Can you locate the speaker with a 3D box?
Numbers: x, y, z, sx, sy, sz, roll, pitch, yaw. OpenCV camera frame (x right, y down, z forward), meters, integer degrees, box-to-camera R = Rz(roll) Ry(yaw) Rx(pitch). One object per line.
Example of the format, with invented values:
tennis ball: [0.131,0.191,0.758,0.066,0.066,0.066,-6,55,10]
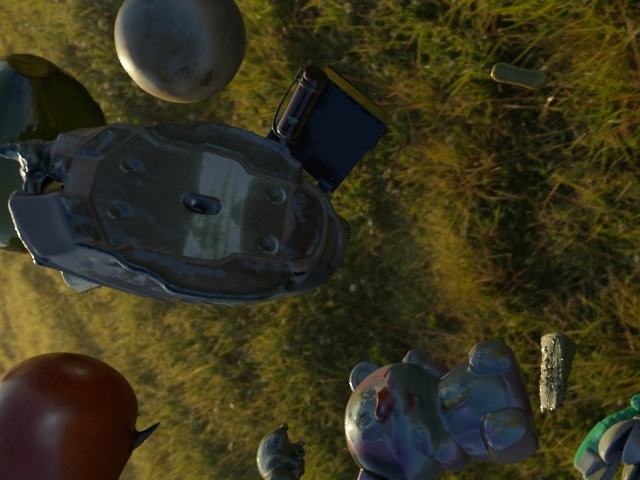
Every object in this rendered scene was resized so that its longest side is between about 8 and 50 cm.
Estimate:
speaker: [0.020,-0.275,1.880,0.232,0.184,0.254,39,108,-2]

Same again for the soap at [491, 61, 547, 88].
soap: [0.319,-0.264,1.180,0.089,0.012,0.034,13,128,3]

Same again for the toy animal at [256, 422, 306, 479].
toy animal: [-0.103,0.591,1.832,0.125,0.251,0.127,19,123,-8]

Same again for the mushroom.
mushroom: [-0.229,-0.337,1.195,0.215,0.207,0.207,-117,30,-54]

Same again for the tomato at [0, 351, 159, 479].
tomato: [-0.378,0.283,1.041,0.224,0.256,0.255,36,150,-29]

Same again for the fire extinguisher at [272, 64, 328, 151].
fire extinguisher: [-0.040,-0.225,1.262,0.064,0.043,0.158,28,127,-6]

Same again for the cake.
cake: [0.407,0.231,1.261,0.051,0.055,0.140,-24,47,50]

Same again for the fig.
fig: [-0.379,-0.118,0.953,0.239,0.239,0.271,52,144,18]

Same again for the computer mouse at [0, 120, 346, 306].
computer mouse: [-0.165,-0.021,0.761,0.115,0.388,0.200,115,165,-57]

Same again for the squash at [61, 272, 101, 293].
squash: [-0.376,-0.014,1.284,0.252,0.093,0.170,-18,51,43]

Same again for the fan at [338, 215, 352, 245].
fan: [0.000,0.000,1.682,0.082,0.155,0.039,61,-178,3]

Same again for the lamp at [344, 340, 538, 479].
lamp: [0.195,0.297,1.209,0.301,0.247,0.247,-17,57,17]

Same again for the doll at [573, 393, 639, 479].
doll: [0.632,0.399,1.489,0.258,0.194,0.153,-67,26,8]
